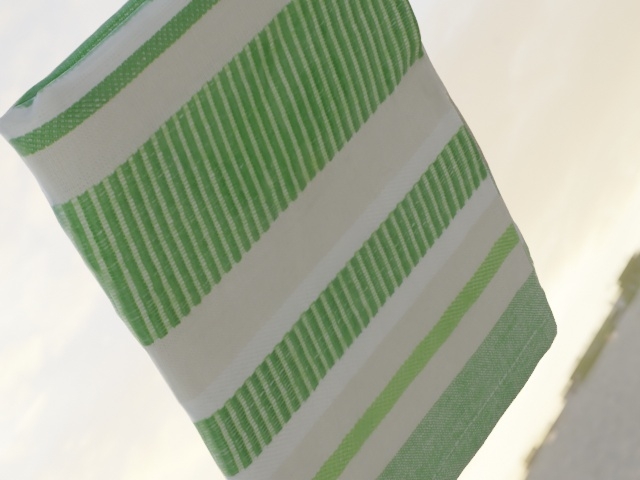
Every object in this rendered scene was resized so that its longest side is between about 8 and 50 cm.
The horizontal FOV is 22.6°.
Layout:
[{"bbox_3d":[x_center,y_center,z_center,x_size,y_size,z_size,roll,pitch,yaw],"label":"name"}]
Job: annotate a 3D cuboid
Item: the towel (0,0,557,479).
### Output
[{"bbox_3d":[0.000,0.000,0.810,0.248,0.038,0.325,-49,-56,-32],"label":"towel"}]
